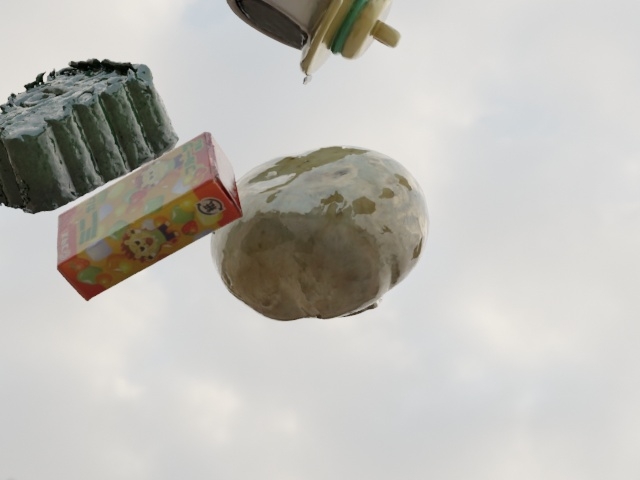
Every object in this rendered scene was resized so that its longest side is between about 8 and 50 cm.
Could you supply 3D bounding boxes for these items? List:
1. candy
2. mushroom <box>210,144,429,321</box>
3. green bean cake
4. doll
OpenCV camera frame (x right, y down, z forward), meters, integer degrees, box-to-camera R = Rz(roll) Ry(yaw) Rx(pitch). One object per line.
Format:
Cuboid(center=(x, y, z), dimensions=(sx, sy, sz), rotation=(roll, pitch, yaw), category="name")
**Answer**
Cuboid(center=(-0.112, -0.016, 0.800), dimensions=(0.122, 0.062, 0.038), rotation=(-29, -54, 9), category="candy")
Cuboid(center=(0.000, 0.000, 0.914), dimensions=(0.166, 0.166, 0.127), rotation=(-4, -69, 33), category="mushroom")
Cuboid(center=(-0.288, -0.117, 1.342), dimensions=(0.193, 0.208, 0.107), rotation=(13, -52, 43), category="green bean cake")
Cuboid(center=(-0.071, -0.252, 1.089), dimensions=(0.271, 0.144, 0.208), rotation=(26, 4, -41), category="doll")
